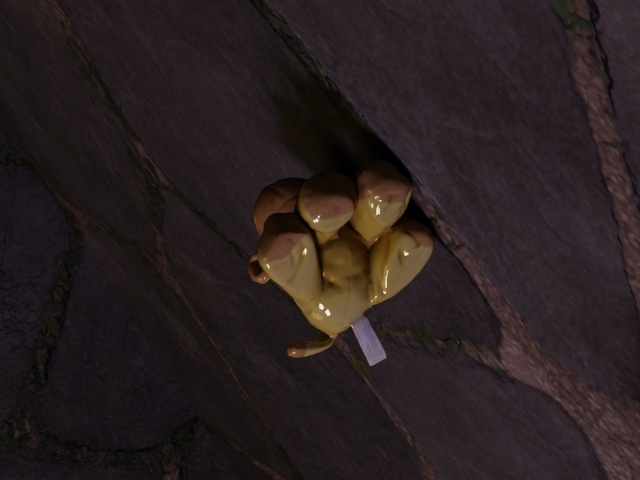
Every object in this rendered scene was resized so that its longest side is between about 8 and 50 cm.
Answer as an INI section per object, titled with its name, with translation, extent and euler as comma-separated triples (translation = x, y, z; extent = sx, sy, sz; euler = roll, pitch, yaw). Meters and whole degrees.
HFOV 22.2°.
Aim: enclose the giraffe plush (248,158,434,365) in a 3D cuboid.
[giraffe plush]
translation = 0.000, 0.000, 1.621
extent = 0.170, 0.181, 0.210
euler = -132, 30, -52
